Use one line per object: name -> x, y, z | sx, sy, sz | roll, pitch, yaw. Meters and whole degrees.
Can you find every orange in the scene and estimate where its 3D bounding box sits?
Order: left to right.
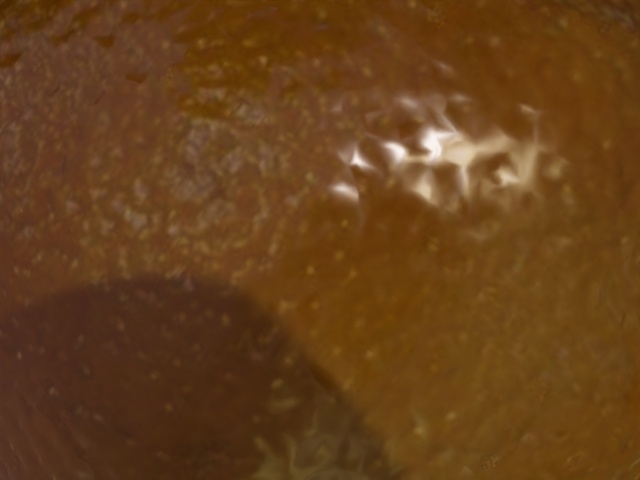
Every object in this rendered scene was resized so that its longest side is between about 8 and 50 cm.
orange -> 0.000, 0.000, 0.477 | 0.264, 0.264, 0.264 | -52, 22, 31
